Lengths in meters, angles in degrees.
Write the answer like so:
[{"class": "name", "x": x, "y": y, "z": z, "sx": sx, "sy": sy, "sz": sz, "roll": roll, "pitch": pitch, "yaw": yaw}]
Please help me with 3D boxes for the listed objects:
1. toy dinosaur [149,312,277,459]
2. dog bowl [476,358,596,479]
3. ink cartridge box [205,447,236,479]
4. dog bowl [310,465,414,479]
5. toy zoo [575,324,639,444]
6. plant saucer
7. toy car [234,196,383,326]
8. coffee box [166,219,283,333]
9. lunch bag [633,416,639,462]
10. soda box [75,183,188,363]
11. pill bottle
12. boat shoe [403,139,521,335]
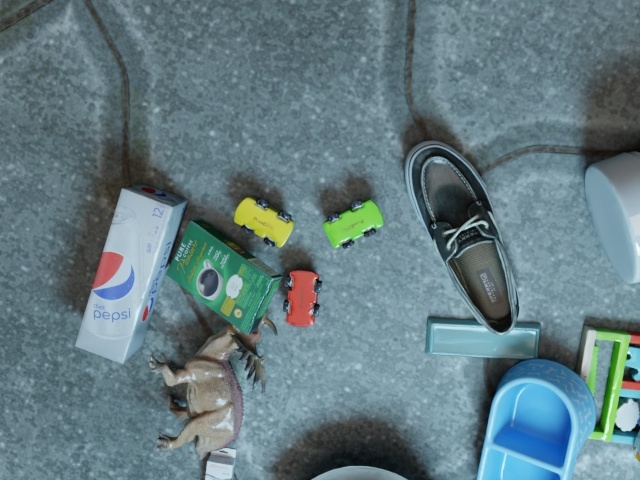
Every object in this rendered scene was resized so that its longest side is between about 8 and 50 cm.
[{"class": "toy dinosaur", "x": -0.172, "y": 0.262, "z": 1.176, "sx": 0.200, "sy": 0.127, "sz": 0.296, "roll": 0, "pitch": 103, "yaw": 1}, {"class": "dog bowl", "x": 0.344, "y": 0.347, "z": 1.133, "sx": 0.165, "sy": 0.074, "sz": 0.297, "roll": 14, "pitch": 101, "yaw": 30}, {"class": "ink cartridge box", "x": -0.182, "y": 0.419, "z": 1.249, "sx": 0.048, "sy": 0.028, "sz": 0.083, "roll": 8, "pitch": 100, "yaw": 3}, {"class": "dog bowl", "x": 0.087, "y": 0.546, "z": 1.145, "sx": 0.348, "sy": 0.102, "sz": 0.349, "roll": -3, "pitch": 81, "yaw": 22}, {"class": "toy zoo", "x": 0.576, "y": 0.253, "z": 1.156, "sx": 0.293, "sy": 0.030, "sz": 0.192, "roll": 6, "pitch": 100, "yaw": 3}, {"class": "plant saucer", "x": 0.276, "y": 0.169, "z": 1.174, "sx": 0.192, "sy": 0.018, "sz": 0.067, "roll": 3, "pitch": 100, "yaw": 5}, {"class": "toy car", "x": 0.000, "y": 0.000, "z": 1.151, "sx": 0.225, "sy": 0.053, "sz": 0.239, "roll": -26, "pitch": 97, "yaw": 8}, {"class": "coffee box", "x": -0.161, "y": 0.057, "z": 1.146, "sx": 0.184, "sy": 0.040, "sz": 0.113, "roll": 32, "pitch": 108, "yaw": 19}, {"class": "lunch bag", "x": 0.650, "y": 0.293, "z": 1.086, "sx": 0.243, "sy": 0.115, "sz": 0.303, "roll": 27, "pitch": 99, "yaw": 2}, {"class": "soda box", "x": -0.317, "y": 0.053, "z": 1.164, "sx": 0.091, "sy": 0.098, "sz": 0.286, "roll": 20, "pitch": 101, "yaw": 1}, {"class": "pill bottle", "x": 0.610, "y": -0.082, "z": 0.998, "sx": 0.392, "sy": 0.224, "sz": 0.224, "roll": -17, "pitch": 98, "yaw": 7}, {"class": "boat shoe", "x": 0.239, "y": -0.006, "z": 1.095, "sx": 0.121, "sy": 0.119, "sz": 0.335, "roll": -28, "pitch": 96, "yaw": 9}]
